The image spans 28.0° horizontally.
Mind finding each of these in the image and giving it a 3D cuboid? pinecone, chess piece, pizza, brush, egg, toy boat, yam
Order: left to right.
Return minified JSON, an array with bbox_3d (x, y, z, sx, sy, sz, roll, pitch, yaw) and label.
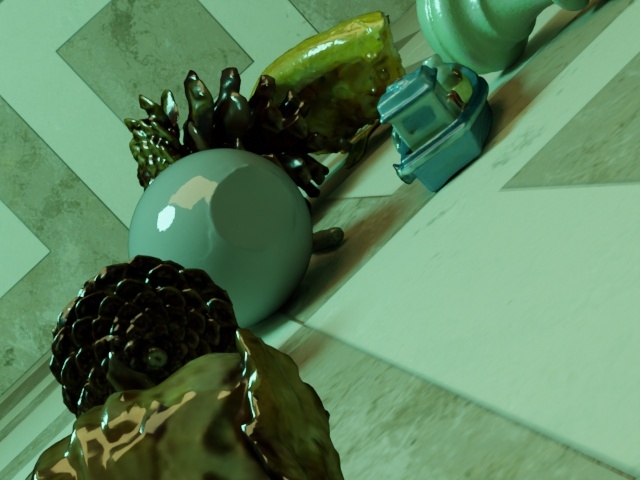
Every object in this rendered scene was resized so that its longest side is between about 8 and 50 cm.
[{"bbox_3d":[-0.141,0.097,1.071,0.163,0.163,0.165,-44,-2,-8],"label":"pinecone"},{"bbox_3d":[-0.101,0.004,1.259,0.176,0.176,0.232,-46,2,-21],"label":"egg"},{"bbox_3d":[-0.112,-0.097,1.606,0.264,0.264,0.264,-42,9,8],"label":"pinecone"},{"bbox_3d":[0.000,0.000,1.336,0.021,0.021,0.116,-46,8,-18],"label":"yam"},{"bbox_3d":[0.008,-0.185,1.702,0.365,0.182,0.074,-33,36,49],"label":"pizza"},{"bbox_3d":[0.052,-0.135,1.782,0.082,0.010,0.218,-40,9,17],"label":"brush"},{"bbox_3d":[0.105,-0.128,1.232,0.109,0.098,0.238,-37,10,18],"label":"toy boat"},{"bbox_3d":[0.233,-0.265,1.293,0.271,0.139,0.139,-17,26,49],"label":"chess piece"}]

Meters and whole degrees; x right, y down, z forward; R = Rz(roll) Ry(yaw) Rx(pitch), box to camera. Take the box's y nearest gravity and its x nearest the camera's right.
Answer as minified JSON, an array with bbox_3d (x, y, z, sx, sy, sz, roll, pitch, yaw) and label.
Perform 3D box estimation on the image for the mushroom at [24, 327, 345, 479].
[{"bbox_3d":[-0.062,0.167,0.374,0.278,0.163,0.297,-50,7,8],"label":"mushroom"}]
